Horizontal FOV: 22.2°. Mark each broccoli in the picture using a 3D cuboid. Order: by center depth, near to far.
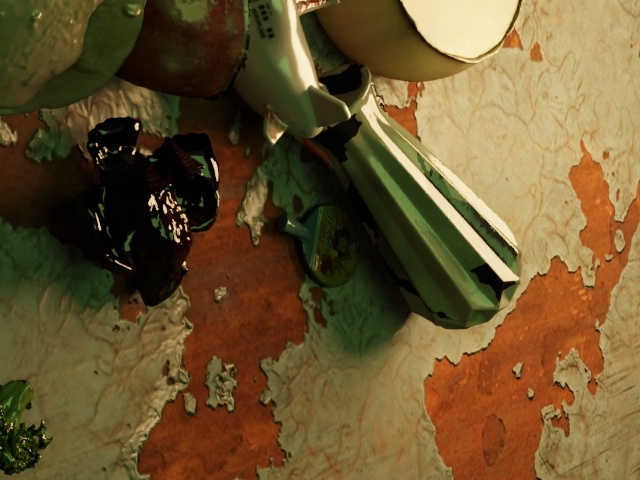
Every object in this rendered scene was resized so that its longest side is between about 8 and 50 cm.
[{"bbox_3d":[-0.307,0.168,1.530,0.092,0.097,0.095,-61,162,-25],"label":"broccoli"}]

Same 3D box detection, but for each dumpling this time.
[{"bbox_3d":[-0.276,-0.188,1.461,0.227,0.243,0.175,51,45,-45],"label":"dumpling"}]

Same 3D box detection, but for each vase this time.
[{"bbox_3d":[0.108,-0.049,1.984,0.360,0.165,0.165,51,52,-32],"label":"vase"}]

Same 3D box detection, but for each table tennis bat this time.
[{"bbox_3d":[0.000,0.000,1.950,0.155,0.019,0.100,27,69,-49],"label":"table tennis bat"}]

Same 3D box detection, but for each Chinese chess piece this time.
[{"bbox_3d":[0.119,-0.365,2.018,0.338,0.140,0.338,6,82,-50],"label":"Chinese chess piece"}]

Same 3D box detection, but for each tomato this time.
[{"bbox_3d":[-0.165,-0.245,1.577,0.155,0.181,0.214,-1,82,-33],"label":"tomato"}]

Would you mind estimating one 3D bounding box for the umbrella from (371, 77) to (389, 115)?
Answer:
[{"bbox_3d":[0.074,-0.145,2.030,0.144,0.040,0.037,64,33,-27],"label":"umbrella"}]

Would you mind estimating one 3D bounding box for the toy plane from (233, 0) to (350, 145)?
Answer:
[{"bbox_3d":[-0.062,-0.225,1.806,0.252,0.118,0.252,14,70,-44],"label":"toy plane"}]

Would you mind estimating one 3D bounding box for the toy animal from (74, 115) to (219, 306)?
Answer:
[{"bbox_3d":[-0.184,-0.029,1.690,0.218,0.116,0.179,-40,147,-50],"label":"toy animal"}]
